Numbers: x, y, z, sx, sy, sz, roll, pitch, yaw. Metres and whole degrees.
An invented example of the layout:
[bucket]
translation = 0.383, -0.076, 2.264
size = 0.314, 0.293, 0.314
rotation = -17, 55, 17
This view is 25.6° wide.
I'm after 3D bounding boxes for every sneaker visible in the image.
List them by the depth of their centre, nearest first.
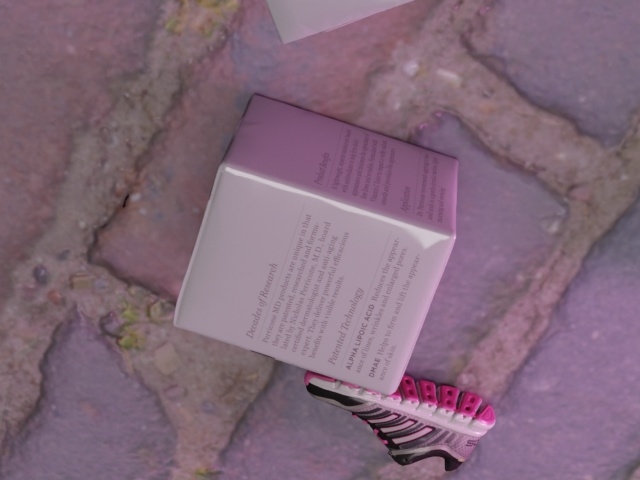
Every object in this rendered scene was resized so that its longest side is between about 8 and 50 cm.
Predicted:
[sneaker]
translation = 0.063, 0.157, 1.230
size = 0.170, 0.063, 0.074
rotation = 16, 110, -7

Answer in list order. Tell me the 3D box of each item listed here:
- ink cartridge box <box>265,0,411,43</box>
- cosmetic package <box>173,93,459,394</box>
[ink cartridge box]
translation = 0.006, -0.253, 1.006
size = 0.127, 0.128, 0.176
rotation = -16, 113, 13
[cosmetic package]
translation = 0.000, 0.000, 1.114
size = 0.184, 0.151, 0.151
rotation = 18, 116, -1
